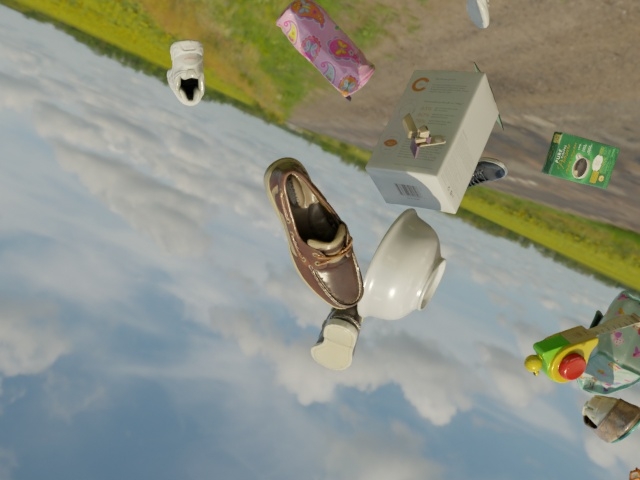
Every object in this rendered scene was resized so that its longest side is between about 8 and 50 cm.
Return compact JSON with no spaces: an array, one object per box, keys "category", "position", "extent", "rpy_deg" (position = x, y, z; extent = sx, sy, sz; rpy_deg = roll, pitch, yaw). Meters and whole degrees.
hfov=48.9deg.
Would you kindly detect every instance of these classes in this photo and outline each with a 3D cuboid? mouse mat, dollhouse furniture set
[{"category":"mouse mat","position":[0.492,-0.423,2.059],"extent":[0.190,0.007,0.153],"rpy_deg":[-101,-15,-52]},{"category":"dollhouse furniture set","position":[0.252,-0.273,1.683],"extent":[0.081,0.091,0.114],"rpy_deg":[-11,-123,-11]}]

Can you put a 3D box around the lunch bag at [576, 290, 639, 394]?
[{"category":"lunch bag","position":[0.807,0.295,1.936],"extent":[0.160,0.223,0.262],"rpy_deg":[29,157,13]}]

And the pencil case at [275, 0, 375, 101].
[{"category":"pencil case","position":[0.017,-0.502,1.825],"extent":[0.284,0.124,0.124],"rpy_deg":[44,-176,-11]}]

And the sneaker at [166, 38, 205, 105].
[{"category":"sneaker","position":[-0.309,-0.358,1.629],"extent":[0.090,0.115,0.232],"rpy_deg":[-5,164,-8]}]

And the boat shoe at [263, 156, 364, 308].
[{"category":"boat shoe","position":[0.000,0.000,1.377],"extent":[0.342,0.123,0.123],"rpy_deg":[66,169,-20]}]

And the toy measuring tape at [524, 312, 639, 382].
[{"category":"toy measuring tape","position":[0.645,0.271,1.728],"extent":[0.330,0.121,0.121],"rpy_deg":[-15,-159,-15]}]

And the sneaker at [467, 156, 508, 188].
[{"category":"sneaker","position":[0.427,-0.160,2.063],"extent":[0.226,0.163,0.086],"rpy_deg":[1,139,49]}]

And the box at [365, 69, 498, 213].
[{"category":"box","position":[0.303,-0.269,1.879],"extent":[0.215,0.345,0.168],"rpy_deg":[12,155,35]}]

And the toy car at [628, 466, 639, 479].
[{"category":"toy car","position":[0.660,0.511,1.494],"extent":[0.122,0.060,0.041],"rpy_deg":[1,-113,-45]}]

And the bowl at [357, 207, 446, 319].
[{"category":"bowl","position":[0.219,0.081,1.734],"extent":[0.134,0.298,0.298],"rpy_deg":[26,-172,18]}]

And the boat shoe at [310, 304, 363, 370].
[{"category":"boat shoe","position":[0.049,0.260,1.910],"extent":[0.116,0.097,0.324],"rpy_deg":[22,150,4]}]

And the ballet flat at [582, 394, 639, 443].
[{"category":"ballet flat","position":[0.689,0.428,1.705],"extent":[0.106,0.107,0.316],"rpy_deg":[39,171,21]}]

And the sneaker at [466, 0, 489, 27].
[{"category":"sneaker","position":[0.487,-0.751,2.132],"extent":[0.080,0.094,0.212],"rpy_deg":[34,158,50]}]

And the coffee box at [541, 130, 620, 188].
[{"category":"coffee box","position":[0.657,-0.202,1.778],"extent":[0.184,0.113,0.040],"rpy_deg":[9,-167,-19]}]
